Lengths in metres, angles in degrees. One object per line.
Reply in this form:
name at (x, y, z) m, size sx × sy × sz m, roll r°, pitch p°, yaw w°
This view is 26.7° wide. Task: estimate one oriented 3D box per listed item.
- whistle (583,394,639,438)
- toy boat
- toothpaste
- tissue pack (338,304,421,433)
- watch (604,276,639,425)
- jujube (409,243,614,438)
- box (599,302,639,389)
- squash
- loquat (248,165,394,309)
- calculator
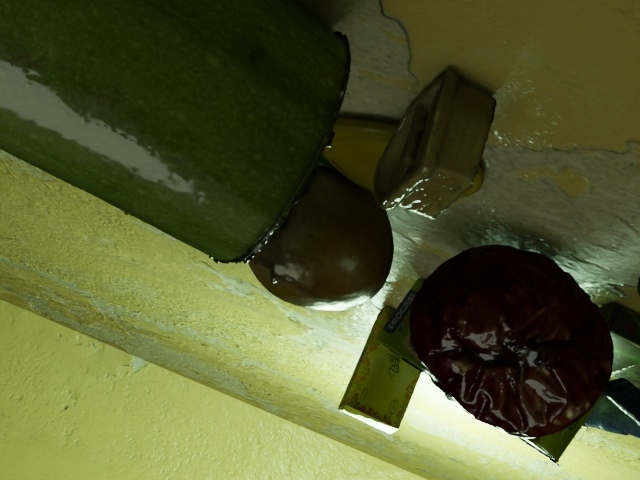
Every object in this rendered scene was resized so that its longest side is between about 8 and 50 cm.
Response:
whistle at (0.524, 0.275, 1.983) m, size 0.304 × 0.062 × 0.062 m, roll 7°, pitch 157°, yaw 43°
toy boat at (0.107, -0.083, 1.333) m, size 0.061 × 0.116 × 0.188 m, roll 19°, pitch 163°, yaw -11°
toothpaste at (0.223, 0.171, 1.820) m, size 0.327 × 0.110 × 0.077 m, roll 32°, pitch 176°, yaw 44°
tissue pack at (0.107, 0.202, 2.109) m, size 0.095 × 0.176 × 0.062 m, roll 25°, pitch 163°, yaw -2°
watch at (0.433, 0.210, 1.564) m, size 0.274 × 0.068 × 0.276 m, roll 53°, pitch 162°, yaw 28°
jujube at (0.230, 0.115, 1.629) m, size 0.232 × 0.213 × 0.213 m, roll 45°, pitch 159°, yaw -11°
box at (0.480, 0.178, 1.769) m, size 0.311 × 0.043 × 0.173 m, roll 25°, pitch 163°, yaw -5°
squash at (-0.180, -0.171, 1.196) m, size 0.384 × 0.263 × 0.263 m, roll 30°, pitch 162°, yaw -24°
loquat at (0.000, 0.000, 1.633) m, size 0.179 × 0.179 × 0.227 m, roll 12°, pitch 168°, yaw 34°
calculator at (0.074, -0.090, 1.497) m, size 0.234 × 0.032 × 0.146 m, roll 7°, pitch 157°, yaw 40°
